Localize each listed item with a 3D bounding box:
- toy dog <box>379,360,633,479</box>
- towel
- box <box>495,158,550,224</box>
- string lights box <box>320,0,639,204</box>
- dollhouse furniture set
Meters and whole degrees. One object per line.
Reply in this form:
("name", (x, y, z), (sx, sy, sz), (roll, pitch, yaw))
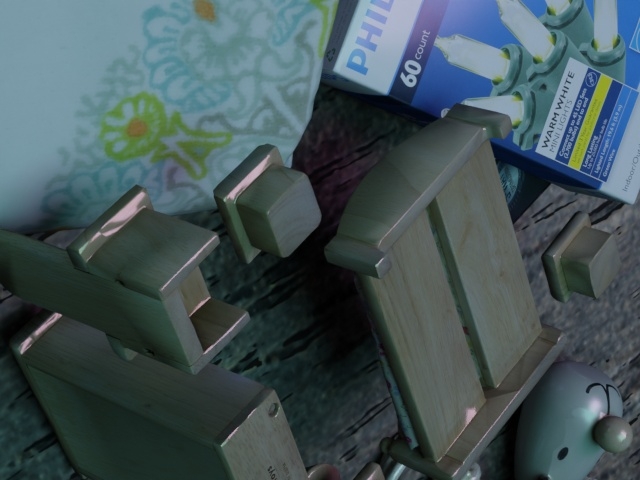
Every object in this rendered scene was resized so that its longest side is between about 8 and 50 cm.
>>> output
("toy dog", (0.176, 0.273, 1.221), (0.220, 0.161, 0.334), (-20, 115, -32))
("towel", (-0.117, -0.164, 0.859), (0.320, 0.090, 0.375), (-6, 127, -34))
("box", (0.122, -0.052, 1.176), (0.067, 0.018, 0.083), (-45, 125, -19))
("string lights box", (0.112, -0.128, 1.093), (0.259, 0.076, 0.133), (20, 90, -33))
("dollhouse furniture set", (0.000, 0.000, 1.021), (0.355, 0.173, 0.303), (-46, 136, -30))
